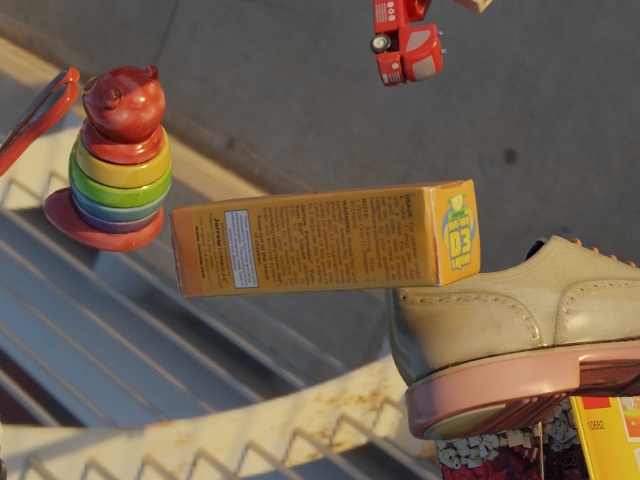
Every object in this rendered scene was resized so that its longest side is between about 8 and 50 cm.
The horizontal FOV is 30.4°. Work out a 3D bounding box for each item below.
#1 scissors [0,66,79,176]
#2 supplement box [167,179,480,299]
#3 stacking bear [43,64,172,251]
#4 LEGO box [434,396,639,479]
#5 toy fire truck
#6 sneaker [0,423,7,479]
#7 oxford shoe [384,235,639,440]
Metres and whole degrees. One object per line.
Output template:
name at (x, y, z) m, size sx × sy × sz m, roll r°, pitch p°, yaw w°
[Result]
scissors at (-0.359, -0.071, 1.281) m, size 0.297 × 0.021 × 0.109 m, roll -50°, pitch 27°, yaw -1°
supplement box at (0.000, 0.000, 0.896) m, size 0.233 × 0.078 × 0.080 m, roll -6°, pitch 94°, yaw 33°
stacking bear at (-0.293, -0.133, 1.715) m, size 0.164 × 0.175 × 0.289 m, roll 40°, pitch 142°, yaw 20°
LEGO box at (0.368, 0.260, 1.501) m, size 0.193 × 0.500 × 0.372 m, roll -23°, pitch 71°, yaw 37°
toy fire truck at (0.113, -0.238, 1.101) m, size 0.135 × 0.047 × 0.192 m, roll -8°, pitch 62°, yaw 11°
sneaker at (-0.321, 0.184, 1.045) m, size 0.153 × 0.094 × 0.235 m, roll -48°, pitch 29°, yaw 47°
oxford shoe at (0.242, 0.052, 0.966) m, size 0.140 × 0.397 × 0.146 m, roll 123°, pitch 135°, yaw -58°
